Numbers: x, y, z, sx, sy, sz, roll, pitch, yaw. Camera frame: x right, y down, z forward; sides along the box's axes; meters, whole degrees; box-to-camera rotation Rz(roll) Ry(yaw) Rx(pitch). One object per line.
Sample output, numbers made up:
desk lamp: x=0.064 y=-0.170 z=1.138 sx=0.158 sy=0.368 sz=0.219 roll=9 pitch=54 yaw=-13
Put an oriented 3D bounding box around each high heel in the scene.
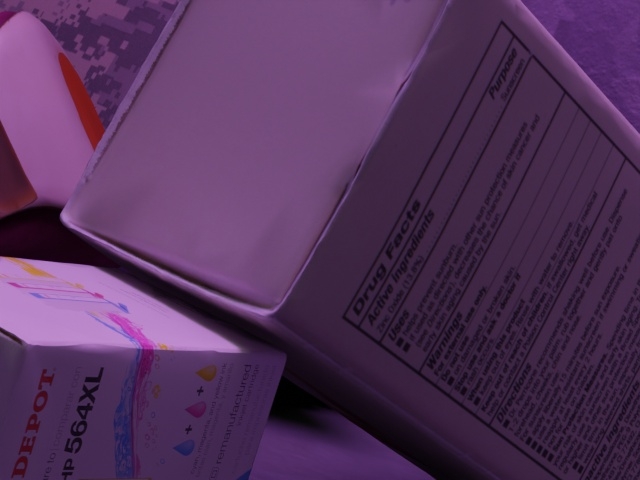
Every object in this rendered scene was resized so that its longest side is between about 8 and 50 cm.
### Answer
high heel: x=-0.189 y=-0.013 z=0.760 sx=0.181 sy=0.127 sz=0.377 roll=-24 pitch=-3 yaw=5

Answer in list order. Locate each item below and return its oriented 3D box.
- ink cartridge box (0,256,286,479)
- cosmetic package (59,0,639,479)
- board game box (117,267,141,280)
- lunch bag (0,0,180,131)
ink cartridge box: x=-0.098 y=0.060 z=0.582 sx=0.090 sy=0.092 sz=0.143 roll=23 pitch=10 yaw=35
cosmetic package: x=0.057 y=0.011 z=0.739 sx=0.129 sy=0.153 sz=0.296 roll=21 pitch=-14 yaw=43
board game box: x=-0.174 y=-0.029 z=1.101 sx=0.208 sy=0.056 sz=0.347 roll=35 pitch=1 yaw=-19
lunch bag: x=-0.101 y=-0.110 z=1.449 sx=0.305 sy=0.213 sz=0.256 roll=25 pitch=-7 yaw=34
